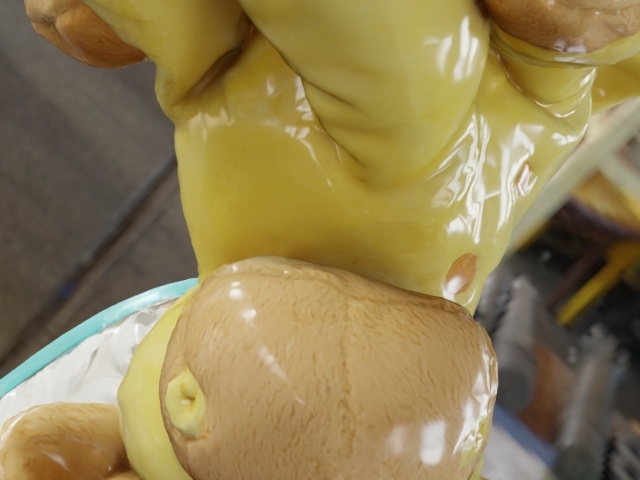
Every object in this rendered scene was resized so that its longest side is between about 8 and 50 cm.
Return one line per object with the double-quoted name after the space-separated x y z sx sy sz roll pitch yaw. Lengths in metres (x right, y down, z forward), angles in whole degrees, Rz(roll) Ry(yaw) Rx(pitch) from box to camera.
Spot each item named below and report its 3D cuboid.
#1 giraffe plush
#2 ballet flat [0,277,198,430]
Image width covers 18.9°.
0.000 0.000 0.453 0.181 0.170 0.210 10 -10 19 "giraffe plush"
-0.136 0.177 0.756 0.147 0.409 0.147 33 34 -26 "ballet flat"
